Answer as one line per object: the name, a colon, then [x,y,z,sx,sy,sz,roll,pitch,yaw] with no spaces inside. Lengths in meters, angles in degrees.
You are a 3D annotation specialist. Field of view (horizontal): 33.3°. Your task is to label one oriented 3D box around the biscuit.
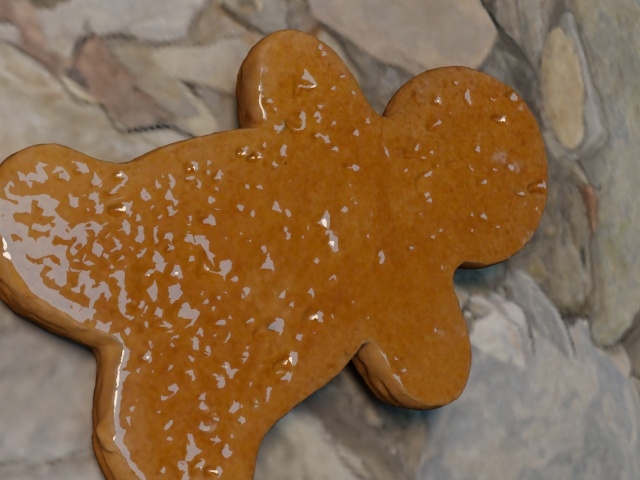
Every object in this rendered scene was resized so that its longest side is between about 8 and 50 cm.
biscuit: [0.000,0.000,0.431,0.250,0.036,0.165,-30,96,-33]
